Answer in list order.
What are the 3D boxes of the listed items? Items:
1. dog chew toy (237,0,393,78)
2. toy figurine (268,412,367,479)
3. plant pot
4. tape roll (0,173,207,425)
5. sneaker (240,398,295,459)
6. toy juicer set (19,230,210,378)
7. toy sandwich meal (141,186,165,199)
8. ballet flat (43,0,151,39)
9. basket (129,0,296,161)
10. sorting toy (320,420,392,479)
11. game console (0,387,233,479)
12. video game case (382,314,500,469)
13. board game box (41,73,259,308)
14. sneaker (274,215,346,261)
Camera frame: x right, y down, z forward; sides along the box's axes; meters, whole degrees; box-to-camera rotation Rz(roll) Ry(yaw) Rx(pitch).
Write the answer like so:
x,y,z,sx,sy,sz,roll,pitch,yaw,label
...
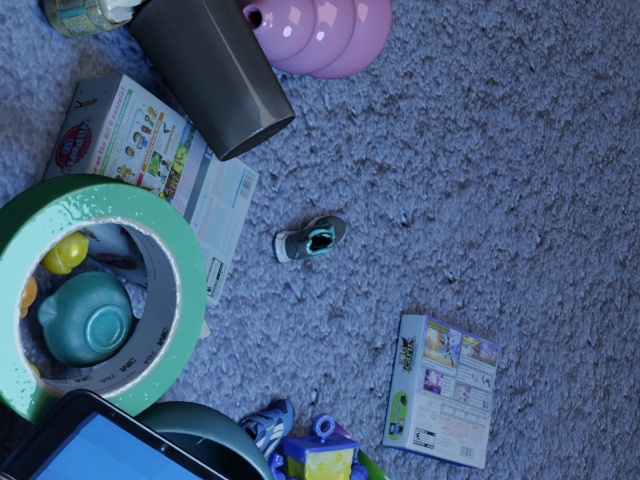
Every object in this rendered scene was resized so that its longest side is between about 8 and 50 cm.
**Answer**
x,y,z,sx,sy,sz,roll,pitch,yaw,label
-0.023,-0.346,2.060,0.332,0.206,0.207,-21,106,-61,dog chew toy
0.039,0.380,2.095,0.362,0.191,0.217,-1,91,-33,toy figurine
-0.197,0.335,1.837,0.195,0.290,0.290,-93,164,-67,plant pot
-0.294,0.079,1.679,0.321,0.077,0.321,-12,110,-36,tape roll
-0.090,0.296,2.107,0.144,0.053,0.059,-54,126,-38,sneaker
-0.308,0.073,1.776,0.329,0.089,0.209,-18,113,-35,toy juicer set
-0.230,-0.033,1.812,0.085,0.029,0.086,0,90,-51,toy sandwich meal
-0.244,-0.385,1.889,0.348,0.123,0.123,-45,122,-42,ballet flat
-0.145,-0.239,1.883,0.154,0.204,0.227,-31,87,-16,basket
0.080,0.453,2.300,0.126,0.127,0.365,-45,125,-6,sorting toy
-0.267,0.371,1.635,0.293,0.173,0.250,37,45,-25,game console
0.230,0.285,2.494,0.269,0.061,0.244,24,72,-48,video game case
-0.242,-0.063,1.896,0.303,0.097,0.224,38,61,-45,board game box
0.000,0.000,2.207,0.166,0.076,0.065,-26,110,-48,sneaker
